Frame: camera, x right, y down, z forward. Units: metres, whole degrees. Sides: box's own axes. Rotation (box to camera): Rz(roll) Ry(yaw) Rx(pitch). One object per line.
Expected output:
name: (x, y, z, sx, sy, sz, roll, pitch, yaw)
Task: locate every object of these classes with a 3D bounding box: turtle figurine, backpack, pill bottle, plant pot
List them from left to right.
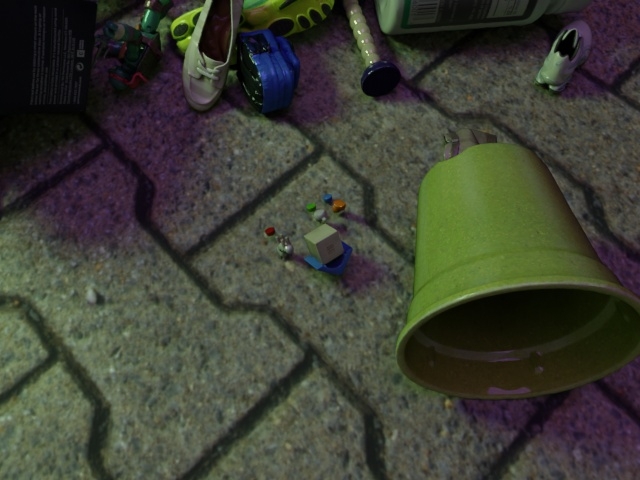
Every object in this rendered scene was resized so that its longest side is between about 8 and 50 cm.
turtle figurine: (-0.327, -0.346, 0.943, 0.175, 0.118, 0.234, 9, 68, 52)
backpack: (-0.083, -0.281, 0.916, 0.101, 0.098, 0.120, -16, 63, -12)
pill bottle: (0.282, -0.475, 0.954, 0.360, 0.204, 0.204, -5, 63, -3)
plant pot: (0.225, 0.026, 0.690, 0.275, 0.276, 0.254, 1, 52, 1)

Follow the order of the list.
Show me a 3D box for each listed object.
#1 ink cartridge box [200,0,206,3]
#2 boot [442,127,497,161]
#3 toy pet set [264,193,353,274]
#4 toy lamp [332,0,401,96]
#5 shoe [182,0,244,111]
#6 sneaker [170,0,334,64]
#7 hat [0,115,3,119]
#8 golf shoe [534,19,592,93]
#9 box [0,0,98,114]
ink cartridge box: (-0.214, -0.690, 1.086, 0.279, 0.160, 0.385, -31, 67, -15)
boot: (0.239, -0.126, 0.873, 0.086, 0.042, 0.119, -2, 62, 6)
toy pet set: (0.000, 0.000, 0.809, 0.122, 0.065, 0.114, -31, 32, -17)
toy lamp: (0.070, -0.386, 0.980, 0.080, 0.080, 0.275, -14, 65, -7)
shoe: (-0.179, -0.321, 0.898, 0.076, 0.058, 0.219, 15, 102, -10)
sneaker: (-0.121, -0.400, 0.989, 0.295, 0.110, 0.124, -20, 36, -5)
hat: (-0.578, -0.158, 0.895, 0.172, 0.184, 0.208, 6, 20, -9)
golf shoe: (0.437, -0.338, 0.951, 0.069, 0.086, 0.176, 25, 64, 14)
box: (-0.563, -0.326, 0.788, 0.343, 0.179, 0.312, 34, 29, 26)
